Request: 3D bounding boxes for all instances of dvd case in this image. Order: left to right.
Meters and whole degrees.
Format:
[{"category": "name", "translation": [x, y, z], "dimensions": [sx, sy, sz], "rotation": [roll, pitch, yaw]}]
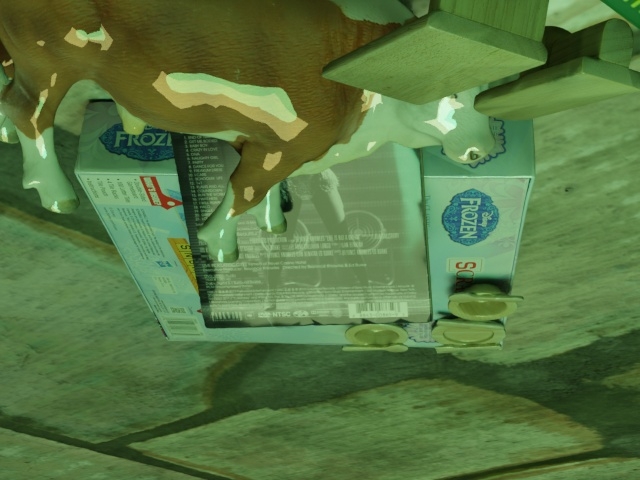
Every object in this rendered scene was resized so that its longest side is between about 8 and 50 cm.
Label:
[{"category": "dvd case", "translation": [-0.013, -0.040, 0.721], "dimensions": [0.164, 0.018, 0.221], "rotation": [-2, 119, 9]}]

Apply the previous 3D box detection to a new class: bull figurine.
[{"category": "bull figurine", "translation": [-0.058, -0.089, 0.628], "dimensions": [0.310, 0.101, 0.188], "rotation": [21, 119, -8]}]

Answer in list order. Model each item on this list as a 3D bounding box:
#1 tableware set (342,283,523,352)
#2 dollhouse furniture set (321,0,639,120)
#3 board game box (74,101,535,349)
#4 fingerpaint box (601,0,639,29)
[{"category": "tableware set", "translation": [0.091, 0.064, 0.900], "dimensions": [0.141, 0.020, 0.169], "rotation": [3, 154, 0]}, {"category": "dollhouse furniture set", "translation": [0.102, -0.142, 0.527], "dimensions": [0.144, 0.151, 0.123], "rotation": [14, 173, -20]}, {"category": "board game box", "translation": [0.000, 0.000, 0.882], "dimensions": [0.318, 0.066, 0.319], "rotation": [1, 153, 5]}, {"category": "fingerpaint box", "translation": [0.228, -0.173, 0.240], "dimensions": [0.444, 0.163, 0.371], "rotation": [33, 146, -12]}]
